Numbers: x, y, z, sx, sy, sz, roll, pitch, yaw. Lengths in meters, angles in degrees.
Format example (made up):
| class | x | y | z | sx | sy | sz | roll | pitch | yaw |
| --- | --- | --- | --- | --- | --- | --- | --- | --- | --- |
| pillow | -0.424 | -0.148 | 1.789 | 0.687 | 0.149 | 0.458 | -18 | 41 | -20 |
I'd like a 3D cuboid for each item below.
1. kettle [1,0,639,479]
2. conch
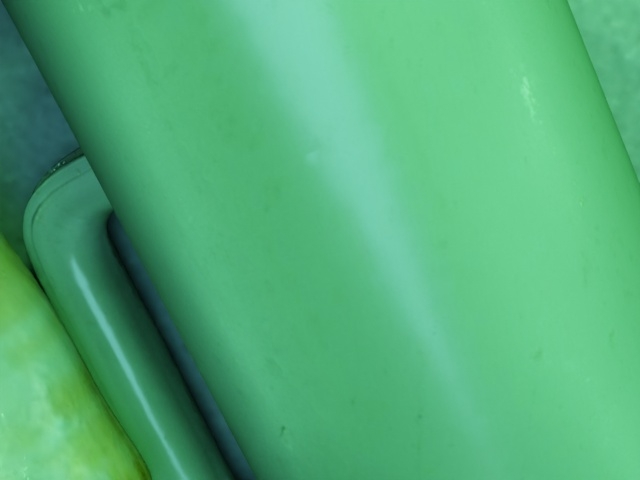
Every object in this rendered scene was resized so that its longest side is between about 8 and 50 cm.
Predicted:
| class | x | y | z | sx | sy | sz | roll | pitch | yaw |
| --- | --- | --- | --- | --- | --- | --- | --- | --- | --- |
| kettle | 0.003 | 0.002 | 0.626 | 0.265 | 0.205 | 0.318 | -26 | 101 | 5 |
| conch | -0.146 | 0.074 | 0.691 | 0.127 | 0.158 | 0.255 | -3 | 87 | -27 |
